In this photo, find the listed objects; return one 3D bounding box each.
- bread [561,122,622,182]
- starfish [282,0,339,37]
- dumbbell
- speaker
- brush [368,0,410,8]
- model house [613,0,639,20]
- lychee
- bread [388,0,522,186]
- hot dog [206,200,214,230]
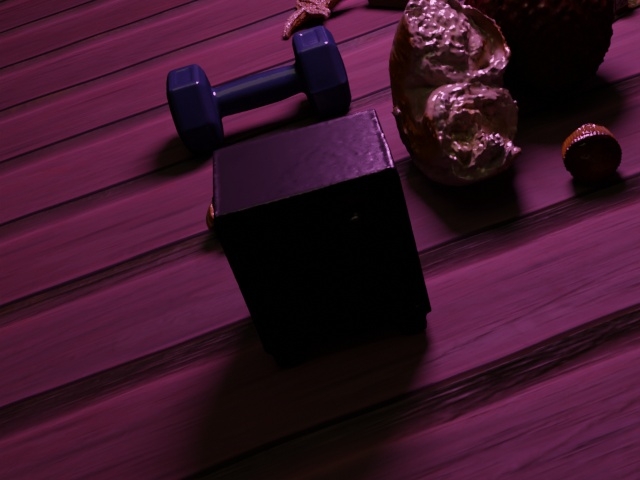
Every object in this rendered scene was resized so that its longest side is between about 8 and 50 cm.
[{"bbox_3d":[0.391,-0.124,1.432,0.085,0.085,0.053,-12,30,8],"label":"bread"},{"bbox_3d":[0.000,-0.514,2.146,0.227,0.043,0.240,-32,29,-6],"label":"starfish"},{"bbox_3d":[-0.113,-0.271,1.794,0.325,0.159,0.144,-17,4,1],"label":"dumbbell"},{"bbox_3d":[0.000,0.000,1.282,0.232,0.253,0.184,-14,35,3],"label":"speaker"},{"bbox_3d":[0.192,-0.567,2.137,0.123,0.059,0.197,17,48,34],"label":"brush"},{"bbox_3d":[0.504,-0.458,1.831,0.167,0.088,0.117,-30,38,-17],"label":"model house"},{"bbox_3d":[0.355,-0.362,1.615,0.261,0.260,0.260,-11,36,8],"label":"lychee"},{"bbox_3d":[0.204,-0.205,1.529,0.171,0.192,0.314,-7,65,-18],"label":"bread"},{"bbox_3d":[-0.100,-0.090,1.611,0.092,0.062,0.235,11,47,35],"label":"hot dog"}]
